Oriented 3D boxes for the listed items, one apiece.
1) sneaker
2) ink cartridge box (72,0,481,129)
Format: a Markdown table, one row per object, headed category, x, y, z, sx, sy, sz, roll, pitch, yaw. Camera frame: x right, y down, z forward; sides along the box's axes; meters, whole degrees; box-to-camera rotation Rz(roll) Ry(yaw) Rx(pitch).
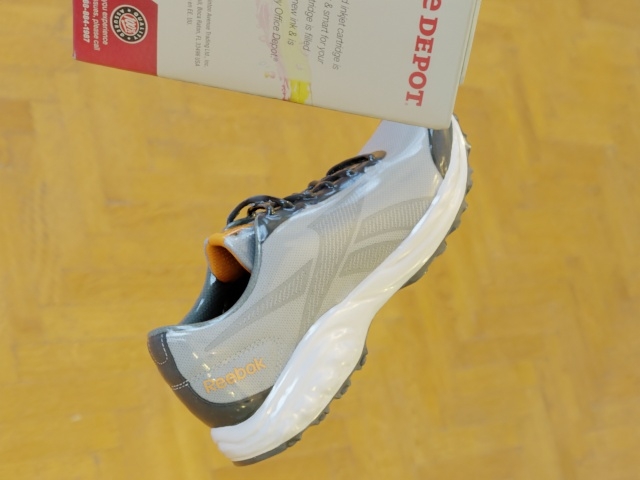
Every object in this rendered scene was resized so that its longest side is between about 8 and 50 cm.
| category | x | y | z | sx | sy | sz | roll | pitch | yaw |
| --- | --- | --- | --- | --- | --- | --- | --- | --- | --- |
| sneaker | 0.000 | 0.000 | 0.851 | 0.108 | 0.100 | 0.271 | 45 | 57 | -16 |
| ink cartridge box | -0.010 | -0.148 | 0.641 | 0.176 | 0.128 | 0.127 | 12 | 43 | 3 |
